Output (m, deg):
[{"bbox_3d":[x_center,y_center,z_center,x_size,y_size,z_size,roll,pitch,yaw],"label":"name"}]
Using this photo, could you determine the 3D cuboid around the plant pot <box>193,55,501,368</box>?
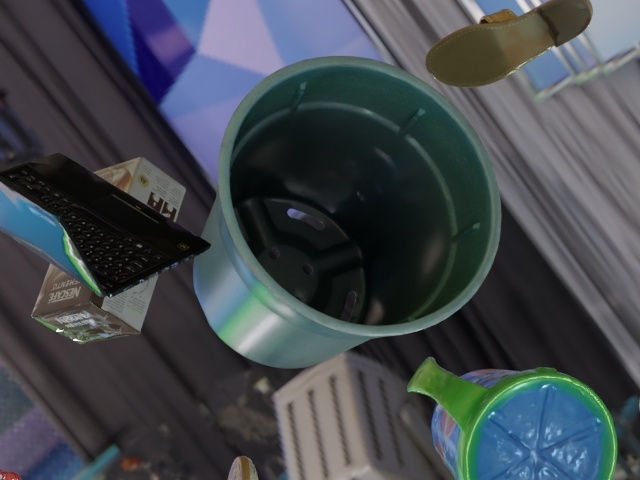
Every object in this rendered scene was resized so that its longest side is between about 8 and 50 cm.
[{"bbox_3d":[0.000,0.000,1.557,0.341,0.341,0.334,-42,177,-27],"label":"plant pot"}]

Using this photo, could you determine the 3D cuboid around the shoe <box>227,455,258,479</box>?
[{"bbox_3d":[-0.104,0.436,1.890,0.058,0.219,0.076,4,167,-28],"label":"shoe"}]

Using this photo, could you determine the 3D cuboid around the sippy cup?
[{"bbox_3d":[0.271,0.284,1.803,0.240,0.305,0.224,-20,-171,-13],"label":"sippy cup"}]

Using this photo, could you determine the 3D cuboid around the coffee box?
[{"bbox_3d":[-0.306,0.016,1.827,0.141,0.098,0.246,-14,-129,40],"label":"coffee box"}]

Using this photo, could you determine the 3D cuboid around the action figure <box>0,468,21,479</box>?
[{"bbox_3d":[-0.383,0.320,1.574,0.038,0.115,0.030,-2,-133,18],"label":"action figure"}]

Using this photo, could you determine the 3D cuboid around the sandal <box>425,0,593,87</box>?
[{"bbox_3d":[0.266,-0.284,1.737,0.240,0.088,0.079,-20,-163,26],"label":"sandal"}]

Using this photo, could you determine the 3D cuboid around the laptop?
[{"bbox_3d":[-0.266,-0.058,1.270,0.264,0.234,0.136,-28,142,-52],"label":"laptop"}]
